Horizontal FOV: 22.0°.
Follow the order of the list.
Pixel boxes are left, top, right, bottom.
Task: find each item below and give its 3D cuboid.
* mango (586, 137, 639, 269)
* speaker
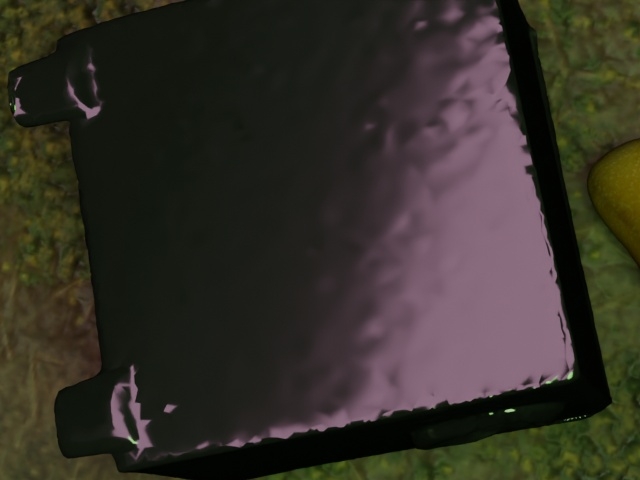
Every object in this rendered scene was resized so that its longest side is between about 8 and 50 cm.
[{"bbox_3d":[0.216,0.016,0.853,0.102,0.085,0.184,-39,64,6],"label":"mango"},{"bbox_3d":[0.000,0.000,0.846,0.253,0.184,0.232,-13,77,12],"label":"speaker"}]
